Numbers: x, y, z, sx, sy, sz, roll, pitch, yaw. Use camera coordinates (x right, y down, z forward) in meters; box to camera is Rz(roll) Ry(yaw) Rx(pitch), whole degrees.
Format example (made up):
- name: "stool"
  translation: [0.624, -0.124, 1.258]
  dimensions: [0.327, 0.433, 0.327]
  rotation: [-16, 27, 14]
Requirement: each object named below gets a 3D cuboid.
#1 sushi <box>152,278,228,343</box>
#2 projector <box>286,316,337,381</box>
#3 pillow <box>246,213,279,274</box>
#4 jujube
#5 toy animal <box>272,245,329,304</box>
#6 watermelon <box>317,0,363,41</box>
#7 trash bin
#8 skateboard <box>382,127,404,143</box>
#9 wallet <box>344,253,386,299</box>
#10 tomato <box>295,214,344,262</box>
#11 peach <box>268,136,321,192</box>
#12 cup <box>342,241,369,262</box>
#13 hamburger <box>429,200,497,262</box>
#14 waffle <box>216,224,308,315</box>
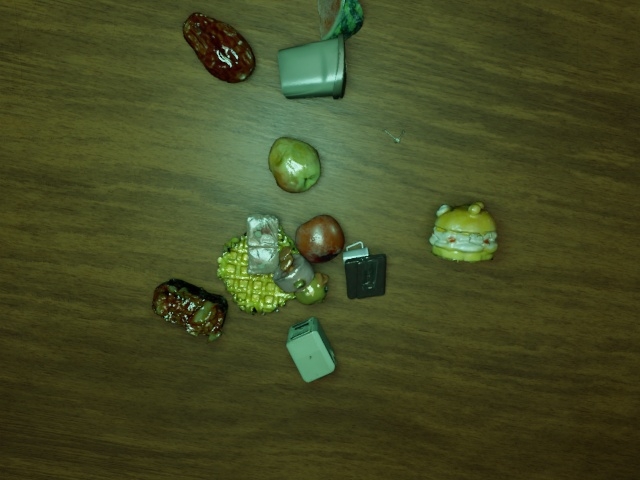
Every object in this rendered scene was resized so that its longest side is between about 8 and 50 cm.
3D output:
- name: "sushi"
  translation: [-0.553, 0.306, 1.767]
  dimensions: [0.343, 0.182, 0.197]
  rotation: [25, 106, -3]
- name: "projector"
  translation: [-0.038, 0.487, 1.815]
  dimensions: [0.163, 0.177, 0.243]
  rotation: [-26, 99, 5]
- name: "pillow"
  translation: [-0.237, 0.016, 1.690]
  dimensions: [0.135, 0.049, 0.249]
  rotation: [-1, 100, -6]
- name: "jujube"
  translation: [-0.385, -0.731, 1.567]
  dimensions: [0.290, 0.197, 0.197]
  rotation: [39, 97, -9]
- name: "toy animal"
  translation: [-0.073, 0.168, 1.679]
  dimensions: [0.281, 0.195, 0.169]
  rotation: [38, 109, -26]
- name: "watermelon"
  translation: [0.054, -0.868, 1.576]
  dimensions: [0.202, 0.207, 0.136]
  rotation: [24, 73, 10]
- name: "trash bin"
  translation: [-0.024, -0.656, 1.588]
  dimensions: [0.250, 0.220, 0.220]
  rotation: [-4, 99, 6]
- name: "skateboard"
  translation: [0.305, -0.454, 1.722]
  dimensions: [0.083, 0.032, 0.064]
  rotation: [33, 88, -9]
- name: "wallet"
  translation: [0.197, 0.163, 1.784]
  dimensions: [0.181, 0.049, 0.229]
  rotation: [-8, 127, -3]
- name: "tomato"
  translation: [0.000, 0.000, 1.706]
  dimensions: [0.208, 0.208, 0.185]
  rotation: [-29, 84, 4]
- name: "peach"
  translation: [-0.109, -0.315, 1.660]
  dimensions: [0.214, 0.214, 0.236]
  rotation: [-34, 82, 5]
- name: "cup"
  translation: [0.156, 0.059, 1.799]
  dimensions: [0.116, 0.074, 0.104]
  rotation: [-6, 77, 4]
- name: "hamburger"
  translation: [0.593, -0.043, 1.693]
  dimensions: [0.276, 0.276, 0.237]
  rotation: [2, 103, -2]
- name: "waffle"
  translation: [-0.247, 0.131, 1.784]
  dimensions: [0.379, 0.095, 0.382]
  rotation: [-32, 102, 2]
